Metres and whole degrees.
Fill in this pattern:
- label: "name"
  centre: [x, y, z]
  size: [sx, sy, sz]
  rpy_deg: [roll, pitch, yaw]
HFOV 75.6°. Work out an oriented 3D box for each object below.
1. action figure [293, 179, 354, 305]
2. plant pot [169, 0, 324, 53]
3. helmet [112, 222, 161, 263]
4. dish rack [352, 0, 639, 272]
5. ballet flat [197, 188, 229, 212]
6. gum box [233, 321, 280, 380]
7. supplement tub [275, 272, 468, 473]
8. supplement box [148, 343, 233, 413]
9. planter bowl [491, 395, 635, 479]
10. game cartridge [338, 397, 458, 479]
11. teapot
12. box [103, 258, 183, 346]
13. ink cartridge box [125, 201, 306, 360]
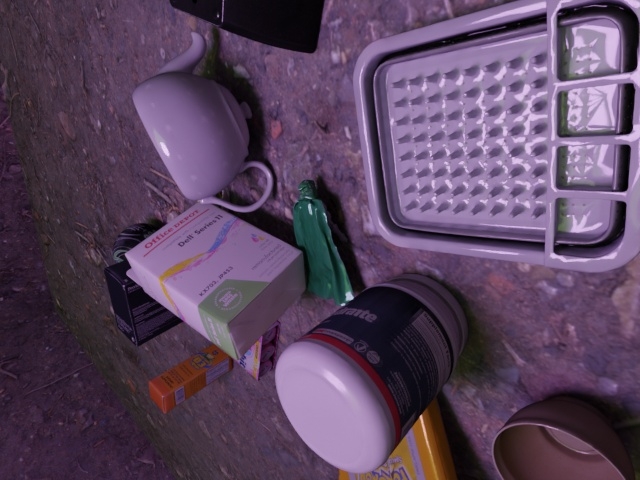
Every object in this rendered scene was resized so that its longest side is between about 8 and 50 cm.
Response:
- label: "action figure"
  centre: [0.000, 0.000, 0.764]
  size: [0.137, 0.063, 0.232]
  rpy_deg: [7, 119, 44]
- label: "plant pot"
  centre: [-0.114, -0.392, 0.596]
  size: [0.188, 0.167, 0.187]
  rpy_deg: [35, 131, 27]
- label: "helmet"
  centre: [-0.523, 0.031, 1.214]
  size: [0.161, 0.169, 0.169]
  rpy_deg: [26, 129, 12]
- label: "dish rack"
  centre: [0.201, -0.120, 0.503]
  size: [0.332, 0.072, 0.286]
  rpy_deg: [7, 116, 42]
- label: "ballet flat"
  centre: [-0.258, -0.132, 0.947]
  size: [0.077, 0.077, 0.231]
  rpy_deg: [-2, 114, 25]
- label: "gum box"
  centre: [-0.171, 0.263, 1.065]
  size: [0.107, 0.062, 0.188]
  rpy_deg: [32, 130, 29]
- label: "supplement tub"
  centre: [0.086, 0.179, 0.619]
  size: [0.191, 0.272, 0.191]
  rpy_deg: [21, 124, 35]
- label: "supplement box"
  centre: [-0.368, 0.389, 1.195]
  size: [0.078, 0.233, 0.080]
  rpy_deg: [28, 125, 31]
- label: "planter bowl"
  centre: [0.332, 0.283, 0.557]
  size: [0.162, 0.109, 0.162]
  rpy_deg: [21, 123, 36]
- label: "game cartridge"
  centre: [0.127, 0.424, 0.786]
  size: [0.285, 0.052, 0.324]
  rpy_deg: [-30, 65, 47]
- label: "teapot"
  centre: [-0.216, -0.207, 0.789]
  size: [0.252, 0.187, 0.256]
  rpy_deg: [57, 168, 33]
- label: "box"
  centre: [-0.379, 0.112, 1.041]
  size: [0.103, 0.261, 0.184]
  rpy_deg: [28, 127, 31]
- label: "ink cartridge box"
  centre: [-0.228, 0.047, 0.824]
  size: [0.353, 0.207, 0.119]
  rpy_deg: [26, 142, 27]
